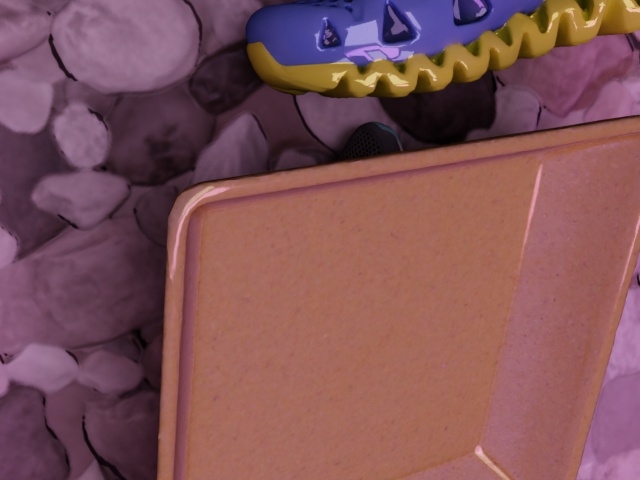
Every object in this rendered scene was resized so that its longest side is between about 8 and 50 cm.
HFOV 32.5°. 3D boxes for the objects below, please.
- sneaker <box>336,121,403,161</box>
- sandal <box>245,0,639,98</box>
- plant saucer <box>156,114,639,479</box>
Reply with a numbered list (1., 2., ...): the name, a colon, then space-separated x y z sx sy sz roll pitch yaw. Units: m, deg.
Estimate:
1. sneaker: 0.000 0.000 0.693 0.076 0.065 0.166 17 97 -45
2. sandal: 0.095 -0.171 0.668 0.317 0.126 0.138 -21 108 -22
3. plant saucer: 0.037 0.079 0.677 0.333 0.081 0.332 -11 122 -30
